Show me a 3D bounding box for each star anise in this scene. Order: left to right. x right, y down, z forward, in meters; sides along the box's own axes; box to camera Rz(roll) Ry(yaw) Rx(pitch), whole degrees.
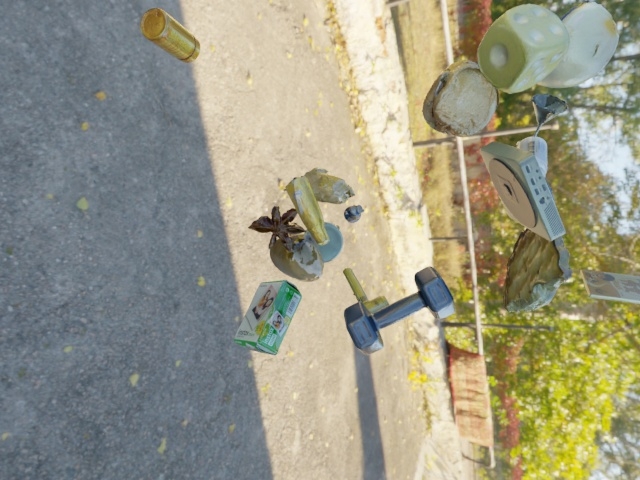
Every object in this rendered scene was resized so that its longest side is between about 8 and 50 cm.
[{"bbox_3d":[-0.161,-0.061,1.716,0.196,0.212,0.111,-60,-177,39],"label":"star anise"}]

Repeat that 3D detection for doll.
[{"bbox_3d":[0.162,-0.134,2.143,0.152,0.114,0.086,133,-54,-76],"label":"doll"}]

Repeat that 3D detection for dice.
[{"bbox_3d":[0.565,-0.536,1.225,0.166,0.169,0.169,61,-19,17],"label":"dice"}]

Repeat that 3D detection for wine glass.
[{"bbox_3d":[0.951,-0.497,1.896,0.232,0.156,0.156,96,13,-45],"label":"wine glass"}]

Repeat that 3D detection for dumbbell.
[{"bbox_3d":[0.235,0.212,1.313,0.144,0.324,0.160,61,7,-23],"label":"dumbbell"}]

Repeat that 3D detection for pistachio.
[{"bbox_3d":[-0.098,0.086,1.888,0.163,0.212,0.261,-76,148,-53],"label":"pistachio"}]

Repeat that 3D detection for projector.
[{"bbox_3d":[0.576,-0.151,1.243,0.257,0.079,0.259,58,8,-18],"label":"projector"}]

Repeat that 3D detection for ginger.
[{"bbox_3d":[0.022,-0.229,1.865,0.152,0.267,0.138,-52,156,-8],"label":"ginger"}]

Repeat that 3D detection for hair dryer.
[{"bbox_3d":[0.172,0.213,1.766,0.279,0.134,0.090,62,-1,40],"label":"hair dryer"}]

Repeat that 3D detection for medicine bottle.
[{"bbox_3d":[-0.462,-0.633,1.355,0.192,0.096,0.096,-11,98,-77],"label":"medicine bottle"},{"bbox_3d":[0.776,-0.285,1.601,0.103,0.102,0.187,60,39,-45],"label":"medicine bottle"}]

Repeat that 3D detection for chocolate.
[{"bbox_3d":[-0.031,-0.088,1.340,0.219,0.085,0.085,63,22,14],"label":"chocolate"}]

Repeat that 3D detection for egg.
[{"bbox_3d":[0.942,-0.681,1.592,0.337,0.201,0.337,-34,154,-19],"label":"egg"}]

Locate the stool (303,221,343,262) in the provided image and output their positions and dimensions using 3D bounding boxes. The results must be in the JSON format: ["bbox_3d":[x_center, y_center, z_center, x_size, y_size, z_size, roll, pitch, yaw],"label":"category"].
[{"bbox_3d":[0.000,0.000,2.116,0.198,0.195,0.195,-138,-120,-81],"label":"stool"}]

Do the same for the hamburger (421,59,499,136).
[{"bbox_3d":[0.486,-0.485,1.486,0.146,0.286,0.243,-123,-170,-54],"label":"hamburger"}]

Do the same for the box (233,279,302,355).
[{"bbox_3d":[-0.179,0.264,1.501,0.103,0.180,0.250,39,61,-28],"label":"box"}]

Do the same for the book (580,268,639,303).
[{"bbox_3d":[1.204,0.186,1.711,0.208,0.295,0.020,-51,144,-58],"label":"book"}]

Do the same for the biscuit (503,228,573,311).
[{"bbox_3d":[0.710,0.108,1.427,0.335,0.078,0.329,-98,-163,-81],"label":"biscuit"}]
